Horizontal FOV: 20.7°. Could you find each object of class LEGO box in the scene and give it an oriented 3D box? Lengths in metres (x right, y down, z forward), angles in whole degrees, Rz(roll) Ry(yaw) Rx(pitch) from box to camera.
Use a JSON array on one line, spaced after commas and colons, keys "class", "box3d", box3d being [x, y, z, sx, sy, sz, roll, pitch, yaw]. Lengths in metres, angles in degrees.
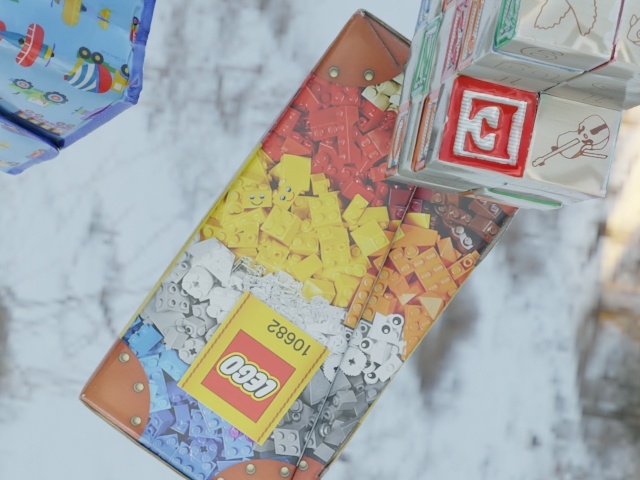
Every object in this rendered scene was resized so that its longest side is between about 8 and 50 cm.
[{"class": "LEGO box", "box3d": [0.000, 0.000, 1.553, 0.372, 0.193, 0.500, -54, -177, 5]}]

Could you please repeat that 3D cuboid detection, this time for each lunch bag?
[{"class": "lunch bag", "box3d": [-0.314, -0.163, 1.554, 0.293, 0.221, 0.138, -31, -136, 50]}]

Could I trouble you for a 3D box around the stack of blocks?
[{"class": "stack of blocks", "box3d": [0.111, -0.111, 0.859, 0.297, 0.087, 0.171, 167, -65, -83]}]
